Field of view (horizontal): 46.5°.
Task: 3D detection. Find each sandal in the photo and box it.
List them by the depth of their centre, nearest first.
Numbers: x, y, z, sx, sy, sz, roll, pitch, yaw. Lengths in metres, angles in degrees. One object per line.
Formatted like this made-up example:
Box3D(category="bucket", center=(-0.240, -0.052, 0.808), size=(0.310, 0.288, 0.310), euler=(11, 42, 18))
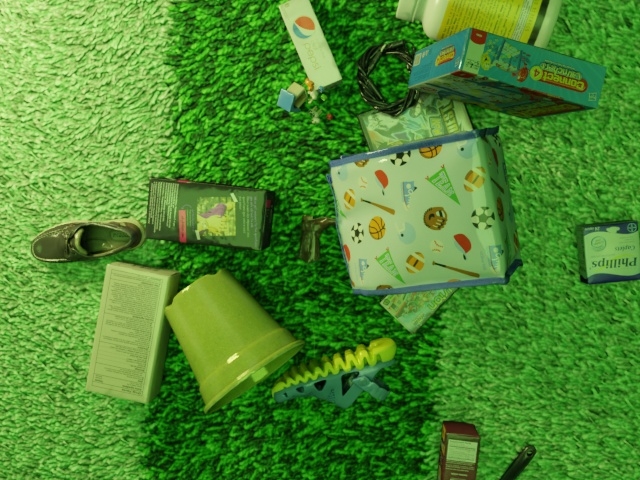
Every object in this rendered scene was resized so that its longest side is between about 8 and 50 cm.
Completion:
Box3D(category="sandal", center=(0.040, 0.339, 1.761), size=(0.317, 0.126, 0.138), euler=(-16, 96, 6))

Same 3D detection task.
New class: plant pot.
Box3D(category="plant pot", center=(-0.218, 0.215, 1.718), size=(0.276, 0.276, 0.254), euler=(-38, 79, 5))

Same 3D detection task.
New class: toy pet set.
Box3D(category="toy pet set", center=(-0.042, -0.319, 1.728), size=(0.114, 0.122, 0.065), euler=(34, 75, 26))

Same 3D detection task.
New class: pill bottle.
Box3D(category="pill bottle", center=(0.346, -0.519, 1.654), size=(0.333, 0.188, 0.188), euler=(17, 94, 2))

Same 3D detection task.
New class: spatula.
Box3D(category="spatula", center=(0.425, 0.611, 1.793), size=(0.084, 0.030, 0.297), euler=(34, 95, 3))

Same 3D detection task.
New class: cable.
Box3D(category="cable", center=(0.159, -0.375, 1.726), size=(0.150, 0.047, 0.185), euler=(-4, 79, 5))

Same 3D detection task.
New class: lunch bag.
Box3D(category="lunch bag", center=(0.215, -0.058, 1.626), size=(0.385, 0.239, 0.328), euler=(-10, 93, 27))

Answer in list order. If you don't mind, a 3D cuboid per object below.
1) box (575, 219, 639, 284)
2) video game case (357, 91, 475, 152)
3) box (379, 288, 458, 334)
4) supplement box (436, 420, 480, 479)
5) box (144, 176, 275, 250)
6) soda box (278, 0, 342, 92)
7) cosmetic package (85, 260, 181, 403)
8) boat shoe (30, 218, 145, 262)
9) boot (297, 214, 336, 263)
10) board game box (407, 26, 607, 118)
Box3D(category="box", center=(0.667, 0.027, 1.723), size=(0.126, 0.072, 0.137), euler=(-6, 93, 5))
Box3D(category="video game case", center=(0.248, -0.208, 1.755), size=(0.248, 0.035, 0.275), euler=(-20, 92, 5))
Box3D(category="box", center=(0.252, 0.111, 1.773), size=(0.114, 0.036, 0.207), euler=(43, 95, 0))
Box3D(category="supplement box", center=(0.323, 0.534, 1.759), size=(0.080, 0.104, 0.188), euler=(5, 93, 4))
Box3D(category="box", center=(-0.252, -0.063, 1.731), size=(0.270, 0.165, 0.144), euler=(7, 94, 3))
Box3D(category="soda box", center=(-0.022, -0.458, 1.742), size=(0.073, 0.069, 0.216), euler=(-23, 91, 5))
Box3D(category="cosmetic package", center=(-0.446, 0.216, 1.787), size=(0.160, 0.113, 0.310), euler=(12, 95, 3))
Box3D(category="boat shoe", center=(-0.569, 0.000, 1.791), size=(0.285, 0.092, 0.103), euler=(-6, 93, 4))
Box3D(category="boot", center=(0.000, 0.000, 1.782), size=(0.106, 0.037, 0.114), euler=(5, 90, 17))
Box3D(category="board game box", center=(0.379, -0.342, 1.569), size=(0.301, 0.308, 0.086), euler=(12, 93, -12))
